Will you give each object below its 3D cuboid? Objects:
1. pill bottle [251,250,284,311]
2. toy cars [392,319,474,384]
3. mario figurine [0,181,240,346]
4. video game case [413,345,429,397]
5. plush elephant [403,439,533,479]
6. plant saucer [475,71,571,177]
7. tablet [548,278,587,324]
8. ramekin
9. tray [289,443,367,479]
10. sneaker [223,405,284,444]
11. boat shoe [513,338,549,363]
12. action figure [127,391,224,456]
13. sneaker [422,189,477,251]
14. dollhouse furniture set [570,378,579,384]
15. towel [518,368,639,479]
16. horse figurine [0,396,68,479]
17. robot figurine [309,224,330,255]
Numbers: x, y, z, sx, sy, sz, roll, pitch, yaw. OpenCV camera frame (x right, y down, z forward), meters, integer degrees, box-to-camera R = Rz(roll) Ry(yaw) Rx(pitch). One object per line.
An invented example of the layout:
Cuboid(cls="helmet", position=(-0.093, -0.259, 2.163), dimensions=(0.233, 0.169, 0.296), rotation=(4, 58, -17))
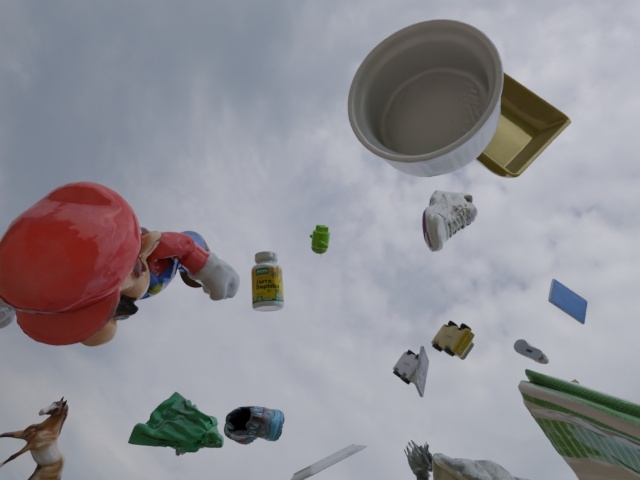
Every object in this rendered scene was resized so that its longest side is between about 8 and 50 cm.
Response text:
Cuboid(cls="pill bottle", position=(-0.197, 0.151, 1.652), dimensions=(0.118, 0.118, 0.208), rotation=(-21, -116, 39))
Cuboid(cls="toy cars", position=(0.366, 0.374, 1.422), dimensions=(0.087, 0.176, 0.393), rotation=(39, -49, -1))
Cuboid(cls="mario figurine", position=(-0.218, 0.053, 0.489), dimensions=(0.198, 0.320, 0.170), rotation=(-41, -93, -1))
Cuboid(cls="video game case", position=(0.300, 0.387, 1.320), dimensions=(0.011, 0.122, 0.087), rotation=(-2, -46, 27))
Cuboid(cls="plush elephant", position=(0.267, 0.501, 0.781), dimensions=(0.272, 0.329, 0.255), rotation=(17, -42, -24))
Cuboid(cls="plant saucer", position=(0.470, -0.333, 1.241), dimensions=(0.333, 0.333, 0.081), rotation=(43, -29, 15))
Cuboid(cls="tablet", position=(0.452, 0.111, 0.815), dimensions=(0.083, 0.054, 0.006), rotation=(33, -31, -6))
Cuboid(cls="ramekin", position=(0.203, -0.255, 0.846), dimensions=(0.278, 0.135, 0.276), rotation=(-7, -106, 25))
Cuboid(cls="tray", position=(0.020, 0.723, 1.453), dimensions=(0.145, 0.271, 0.030), rotation=(-44, -119, 33))
Cuboid(cls="sneaker", position=(-0.213, 0.496, 1.239), dimensions=(0.125, 0.104, 0.262), rotation=(30, -39, -27))
Cuboid(cls="boat shoe", position=(0.481, 0.256, 1.017), dimensions=(0.035, 0.100, 0.035), rotation=(38, -94, -11))
Cuboid(cls="action figure", position=(-0.272, 0.380, 0.896), dimensions=(0.232, 0.137, 0.063), rotation=(-7, -57, 42))
Cuboid(cls="sneaker", position=(0.401, -0.073, 1.381), dimensions=(0.152, 0.305, 0.114), rotation=(2, -54, 24))
Cuboid(cls="dollhouse furniture set", position=(0.731, 0.468, 1.409), dimensions=(0.058, 0.076, 0.151), rotation=(55, -45, 21))
Cuboid(cls="towel", position=(0.362, 0.274, 0.438), dimensions=(0.324, 0.038, 0.248), rotation=(55, -23, -19))
Cuboid(cls="horse figurine", position=(-0.668, 0.515, 1.044), dimensions=(0.066, 0.175, 0.263), rotation=(8, -72, 40))
Cuboid(cls="robot figurine", position=(0.000, 0.000, 1.680), dimensions=(0.101, 0.067, 0.115), rotation=(31, -63, 58))
